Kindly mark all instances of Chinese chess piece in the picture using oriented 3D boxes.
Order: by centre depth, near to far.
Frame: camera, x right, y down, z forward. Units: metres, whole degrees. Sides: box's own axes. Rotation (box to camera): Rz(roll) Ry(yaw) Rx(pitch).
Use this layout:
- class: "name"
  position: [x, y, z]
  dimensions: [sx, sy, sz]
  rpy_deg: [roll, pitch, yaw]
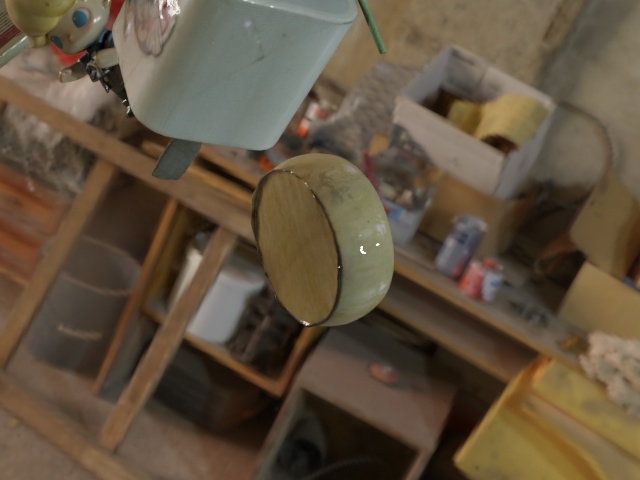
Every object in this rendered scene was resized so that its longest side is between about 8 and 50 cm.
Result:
- class: "Chinese chess piece"
  position: [0.000, 0.000, 1.738]
  dimensions: [0.104, 0.257, 0.257]
  rpy_deg: [-18, 43, -30]

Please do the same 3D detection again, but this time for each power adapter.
- class: "power adapter"
  position: [-0.081, -0.135, 0.873]
  dimensions: [0.125, 0.205, 0.130]
  rpy_deg: [6, 46, -32]

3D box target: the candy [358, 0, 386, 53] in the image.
- class: "candy"
  position: [0.032, -0.384, 1.617]
  dimensions: [0.084, 0.078, 0.288]
  rpy_deg: [3, 63, -64]

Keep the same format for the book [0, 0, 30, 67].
- class: "book"
  position: [-0.522, -0.312, 1.785]
  dimensions: [0.232, 0.162, 0.022]
  rpy_deg: [28, -25, 39]

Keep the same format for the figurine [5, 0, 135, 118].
- class: "figurine"
  position: [-0.245, -0.214, 1.236]
  dimensions: [0.108, 0.114, 0.196]
  rpy_deg: [-40, 105, -29]
